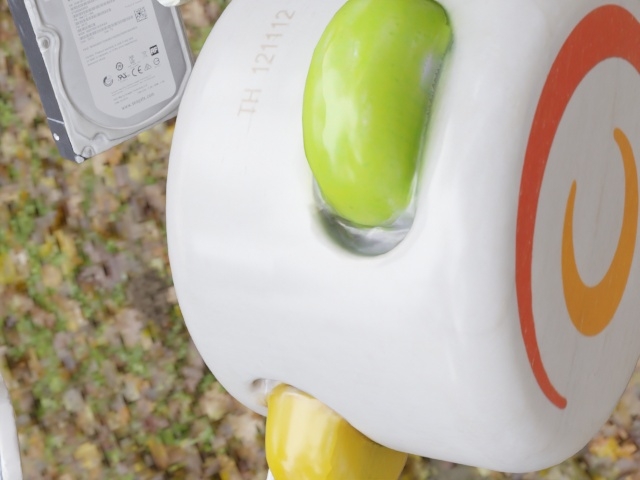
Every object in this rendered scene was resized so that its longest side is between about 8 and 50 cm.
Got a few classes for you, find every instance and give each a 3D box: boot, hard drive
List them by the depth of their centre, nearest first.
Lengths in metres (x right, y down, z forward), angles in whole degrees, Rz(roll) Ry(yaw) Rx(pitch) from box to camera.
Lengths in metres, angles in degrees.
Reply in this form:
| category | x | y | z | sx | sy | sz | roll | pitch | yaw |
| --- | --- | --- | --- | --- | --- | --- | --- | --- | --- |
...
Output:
| category | x | y | z | sx | sy | sz | roll | pitch | yaw |
| --- | --- | --- | --- | --- | --- | --- | --- | --- | --- |
| boot | -0.298 | 0.140 | 1.083 | 0.190 | 0.086 | 0.069 | -124 | 30 | -49 |
| hard drive | -0.309 | -0.308 | 1.883 | 0.064 | 0.237 | 0.339 | 17 | 129 | 48 |

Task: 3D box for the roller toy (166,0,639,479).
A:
| category | x | y | z | sx | sy | sz | roll | pitch | yaw |
| --- | --- | --- | --- | --- | --- | --- | --- | --- | --- |
| roller toy | 0.039 | -0.014 | 0.509 | 0.146 | 0.191 | 0.209 | 7 | 122 | 32 |

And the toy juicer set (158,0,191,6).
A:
| category | x | y | z | sx | sy | sz | roll | pitch | yaw |
| --- | --- | --- | --- | --- | --- | --- | --- | --- | --- |
| toy juicer set | -0.005 | -0.208 | 0.865 | 0.089 | 0.209 | 0.329 | 56 | 151 | 3 |

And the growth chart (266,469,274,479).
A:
| category | x | y | z | sx | sy | sz | roll | pitch | yaw |
| --- | --- | --- | --- | --- | --- | --- | --- | --- | --- |
| growth chart | 0.008 | 0.220 | 1.547 | 0.021 | 0.237 | 0.172 | 21 | 105 | 28 |
